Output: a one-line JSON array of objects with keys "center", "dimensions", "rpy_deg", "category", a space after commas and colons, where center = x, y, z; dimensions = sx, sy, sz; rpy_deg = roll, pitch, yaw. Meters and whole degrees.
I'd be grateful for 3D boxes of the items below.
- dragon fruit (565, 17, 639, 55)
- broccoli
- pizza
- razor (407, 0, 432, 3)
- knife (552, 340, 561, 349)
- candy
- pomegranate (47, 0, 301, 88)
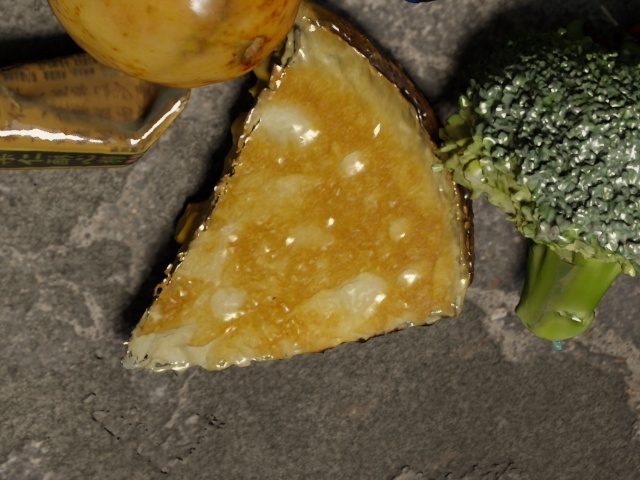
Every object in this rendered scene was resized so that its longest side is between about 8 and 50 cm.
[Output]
[{"center": [0.405, -0.156, 1.561], "dimensions": [0.273, 0.218, 0.198], "rpy_deg": [-8, 90, -1], "category": "dragon fruit"}, {"center": [0.257, -0.051, 1.504], "dimensions": [0.275, 0.397, 0.353], "rpy_deg": [-24, 94, -19], "category": "broccoli"}, {"center": [0.026, -0.019, 1.541], "dimensions": [0.392, 0.080, 0.435], "rpy_deg": [13, 118, -33], "category": "pizza"}, {"center": [0.230, -0.262, 1.391], "dimensions": [0.324, 0.056, 0.093], "rpy_deg": [-1, 119, 20], "category": "razor"}, {"center": [0.291, 0.111, 1.818], "dimensions": [0.014, 0.005, 0.091], "rpy_deg": [-29, 132, -2], "category": "knife"}, {"center": [-0.263, -0.112, 1.302], "dimensions": [0.271, 0.101, 0.143], "rpy_deg": [-7, 169, -22], "category": "candy"}, {"center": [-0.120, -0.246, 1.202], "dimensions": [0.248, 0.248, 0.248], "rpy_deg": [-14, 129, -18], "category": "pomegranate"}]
